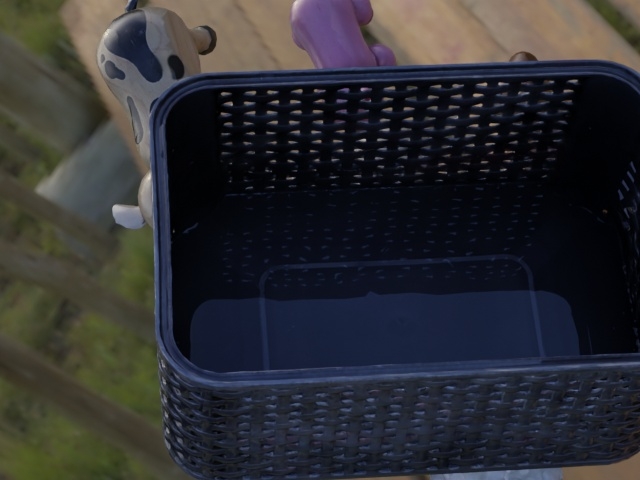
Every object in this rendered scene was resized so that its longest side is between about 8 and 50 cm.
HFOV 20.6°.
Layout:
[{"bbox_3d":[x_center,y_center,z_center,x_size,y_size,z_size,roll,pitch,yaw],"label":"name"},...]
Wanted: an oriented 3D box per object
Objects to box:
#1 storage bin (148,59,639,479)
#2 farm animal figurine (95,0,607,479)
[{"bbox_3d":[0.032,0.011,0.620,0.180,0.084,0.122,-2,59,-5],"label":"storage bin"},{"bbox_3d":[0.000,0.000,1.038,0.330,0.172,0.327,11,92,19],"label":"farm animal figurine"}]
